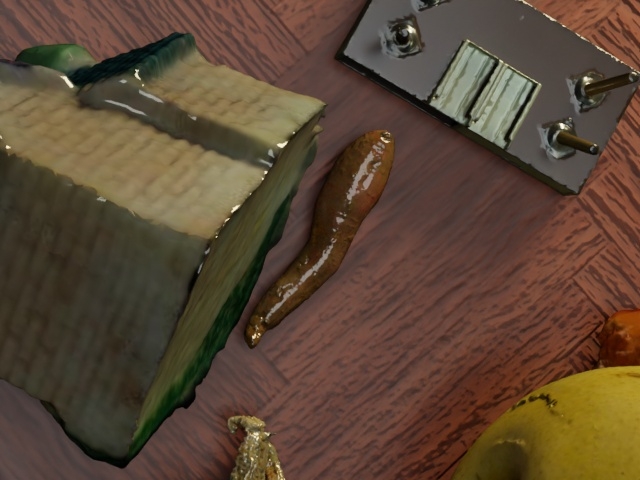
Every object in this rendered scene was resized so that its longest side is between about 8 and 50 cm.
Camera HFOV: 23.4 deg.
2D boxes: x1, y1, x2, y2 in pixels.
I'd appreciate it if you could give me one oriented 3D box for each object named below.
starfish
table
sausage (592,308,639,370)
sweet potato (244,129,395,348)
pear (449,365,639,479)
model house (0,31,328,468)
[{"bbox_3d":[-0.062,0.245,1.234,0.150,0.053,0.210,44,47,-29],"label":"starfish"},{"bbox_3d":[0.151,-0.149,1.293,0.240,0.111,0.121,29,86,-9],"label":"table"},{"bbox_3d":[0.403,0.110,1.350,0.330,0.102,0.102,2,90,-10],"label":"sausage"},{"bbox_3d":[0.000,0.000,1.297,0.050,0.050,0.214,32,88,-9],"label":"sweet potato"},{"bbox_3d":[0.258,0.265,1.198,0.348,0.348,0.348,0,90,-11],"label":"pear"},{"bbox_3d":[-0.177,-0.033,1.151,0.284,0.298,0.243,29,116,4],"label":"model house"}]
